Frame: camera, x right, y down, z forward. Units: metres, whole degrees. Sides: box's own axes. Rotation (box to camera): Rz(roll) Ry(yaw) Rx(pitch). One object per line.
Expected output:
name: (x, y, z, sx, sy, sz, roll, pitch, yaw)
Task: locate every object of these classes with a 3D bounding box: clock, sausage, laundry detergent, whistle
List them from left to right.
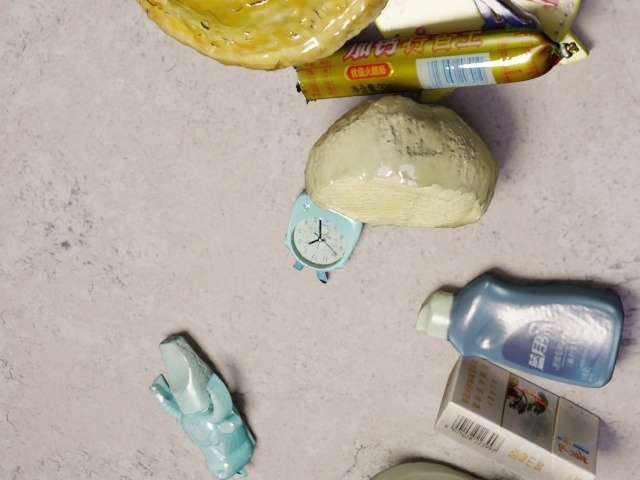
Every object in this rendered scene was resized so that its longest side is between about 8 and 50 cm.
whistle: (-0.188, 0.281, 1.654, 0.186, 0.093, 0.274, -11, 110, 49)
clock: (0.000, 0.000, 1.490, 0.108, 0.045, 0.147, 23, 120, 6)
sausage: (0.141, -0.225, 1.267, 0.371, 0.082, 0.082, -1, 114, 27)
clock: (0.193, -0.327, 1.263, 0.277, 0.071, 0.293, -19, 107, 24)
laundry detergent: (0.281, 0.123, 1.436, 0.289, 0.094, 0.143, 8, 120, 13)

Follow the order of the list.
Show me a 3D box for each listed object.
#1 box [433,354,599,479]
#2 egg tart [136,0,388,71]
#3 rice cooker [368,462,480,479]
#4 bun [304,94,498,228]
box: (0.293, 0.272, 1.472, 0.233, 0.149, 0.067, 27, 122, 3)
egg tart: (-0.102, -0.423, 1.224, 0.443, 0.178, 0.443, 7, 110, 21)
rice cooker: (0.163, 0.530, 1.538, 0.335, 0.335, 0.325, 20, 120, 7)
bun: (0.109, -0.109, 1.312, 0.259, 0.259, 0.152, 4, 74, 15)
